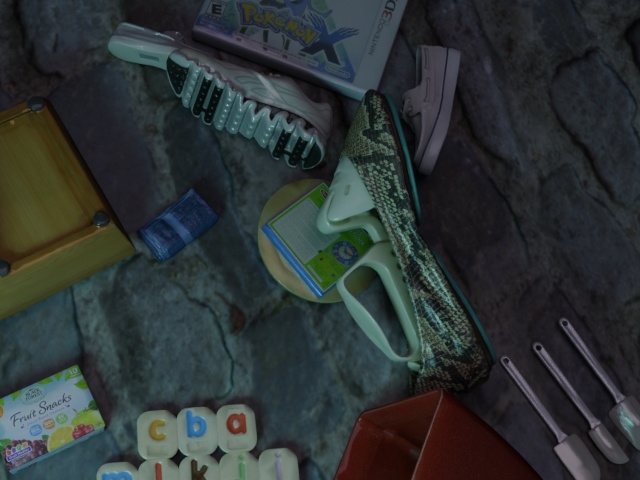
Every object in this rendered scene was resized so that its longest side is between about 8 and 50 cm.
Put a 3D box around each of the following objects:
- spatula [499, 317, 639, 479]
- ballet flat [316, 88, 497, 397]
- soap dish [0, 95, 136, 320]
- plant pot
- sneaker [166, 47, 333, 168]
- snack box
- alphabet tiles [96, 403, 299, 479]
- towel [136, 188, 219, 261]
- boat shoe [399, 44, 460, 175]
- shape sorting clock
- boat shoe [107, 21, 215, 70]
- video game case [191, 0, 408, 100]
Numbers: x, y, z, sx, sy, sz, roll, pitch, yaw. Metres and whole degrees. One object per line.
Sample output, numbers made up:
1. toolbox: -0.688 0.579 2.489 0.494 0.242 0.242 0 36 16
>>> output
1. spatula: 0.402 0.249 1.564 0.168 0.019 0.242 -31 76 -15
2. ballet flat: 0.100 0.015 1.503 0.182 0.164 0.482 -20 86 -8
3. soap dish: -0.439 -0.060 1.475 0.229 0.118 0.291 -28 75 -19
4. plant pot: 0.157 0.385 1.342 0.236 0.267 0.267 29 65 -11
5. sneaker: -0.111 -0.230 1.620 0.292 0.110 0.118 30 56 -9
6. snack box: -0.386 0.250 1.402 0.141 0.037 0.100 -24 73 -19
7. alphabet tiles: -0.167 0.372 1.402 0.284 0.021 0.278 -3 69 -12
8. towel: -0.219 -0.023 1.550 0.119 0.029 0.067 -39 80 -22
9. boat shoe: 0.174 -0.221 1.680 0.084 0.095 0.258 14 56 0
10. shape sorting clock: 0.000 0.000 1.574 0.206 0.040 0.206 5 71 -14
11. boat shoe: -0.254 -0.317 1.651 0.184 0.066 0.063 11 67 5
12. video game case: -0.020 -0.418 1.745 0.329 0.036 0.300 20 66 -2
